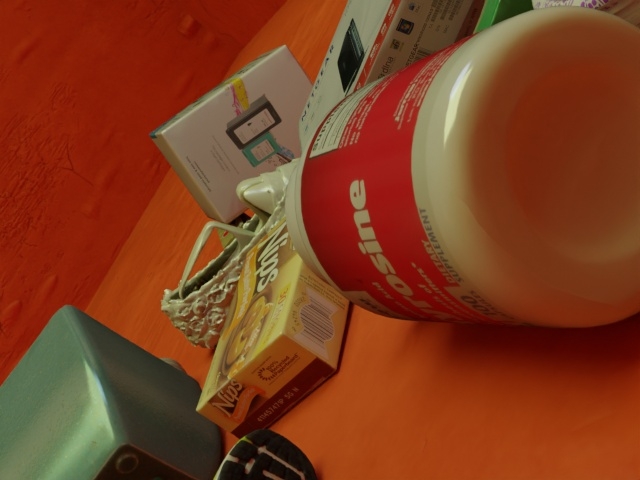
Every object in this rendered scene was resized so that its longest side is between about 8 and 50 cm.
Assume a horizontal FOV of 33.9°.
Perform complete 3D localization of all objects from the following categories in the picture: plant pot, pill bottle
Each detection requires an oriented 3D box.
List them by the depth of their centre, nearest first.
[{"bbox_3d":[0.114,-0.043,0.903,0.229,0.229,0.407,-57,15,-14],"label":"pill bottle"},{"bbox_3d":[-0.268,0.278,1.318,0.247,0.248,0.252,-53,33,-1],"label":"plant pot"}]

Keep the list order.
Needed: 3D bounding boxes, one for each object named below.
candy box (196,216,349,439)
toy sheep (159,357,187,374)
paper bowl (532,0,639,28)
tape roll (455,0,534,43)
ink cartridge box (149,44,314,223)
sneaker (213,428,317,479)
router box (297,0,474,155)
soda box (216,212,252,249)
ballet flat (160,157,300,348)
[{"bbox_3d":[-0.043,0.082,1.344,0.183,0.087,0.316,-43,19,33],"label":"candy box"},{"bbox_3d":[-0.242,0.231,1.618,0.091,0.091,0.132,-49,30,14],"label":"toy sheep"},{"bbox_3d":[0.331,-0.261,0.906,0.284,0.148,0.284,-47,17,19],"label":"paper bowl"},{"bbox_3d":[0.193,-0.267,1.262,0.321,0.077,0.321,-163,90,-77],"label":"tape roll"},{"bbox_3d":[-0.134,-0.191,1.893,0.270,0.197,0.198,-37,13,-10],"label":"ink cartridge box"},{"bbox_3d":[-0.095,0.308,0.981,0.121,0.111,0.300,-42,16,47],"label":"sneaker"},{"bbox_3d":[0.072,-0.227,1.354,0.301,0.082,0.335,-99,29,-63],"label":"router box"},{"bbox_3d":[-0.142,-0.010,1.891,0.058,0.061,0.181,-53,15,3],"label":"soda box"},{"bbox_3d":[-0.105,-0.010,1.635,0.409,0.147,0.147,-52,15,6],"label":"ballet flat"}]
